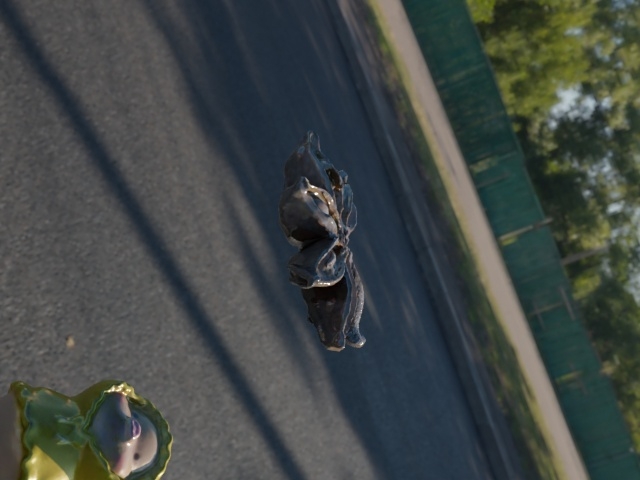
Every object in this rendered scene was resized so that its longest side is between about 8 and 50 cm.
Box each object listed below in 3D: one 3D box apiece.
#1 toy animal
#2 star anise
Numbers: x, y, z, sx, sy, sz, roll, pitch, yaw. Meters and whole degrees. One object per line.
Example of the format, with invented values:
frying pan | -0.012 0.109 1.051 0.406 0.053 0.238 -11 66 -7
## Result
toy animal | -0.275 0.221 1.006 0.229 0.156 0.156 12 49 -33
star anise | -0.004 0.000 0.889 0.172 0.063 0.208 29 54 -73
